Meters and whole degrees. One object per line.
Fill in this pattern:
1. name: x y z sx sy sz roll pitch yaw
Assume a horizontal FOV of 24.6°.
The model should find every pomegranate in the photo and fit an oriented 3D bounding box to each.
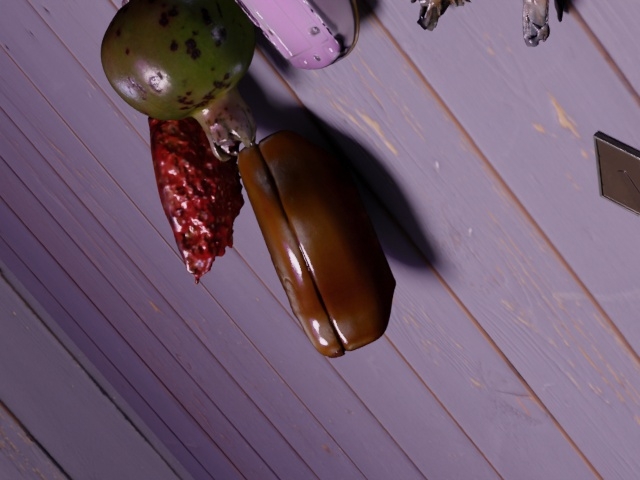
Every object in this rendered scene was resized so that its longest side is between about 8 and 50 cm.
1. pomegranate: -0.151 -0.200 1.677 0.179 0.179 0.210 20 142 50

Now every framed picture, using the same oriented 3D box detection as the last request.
1. framed picture: 0.281 -0.056 1.350 0.066 0.006 0.089 31 155 34

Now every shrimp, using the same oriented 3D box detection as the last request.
1. shrimp: 0.141 -0.220 1.262 0.152 0.046 0.219 46 159 10

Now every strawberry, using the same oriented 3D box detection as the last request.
1. strawberry: -0.143 -0.076 1.761 0.174 0.098 0.228 76 -179 -50

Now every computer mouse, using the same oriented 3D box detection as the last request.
1. computer mouse: -0.071 -0.307 1.468 0.310 0.072 0.158 50 158 -12

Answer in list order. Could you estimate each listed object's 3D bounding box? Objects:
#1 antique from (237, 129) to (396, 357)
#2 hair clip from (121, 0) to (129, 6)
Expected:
1. antique: 0.000 0.000 1.759 0.223 0.129 0.278 61 -174 -79
2. hair clip: -0.178 -0.194 1.891 0.173 0.069 0.300 31 144 25
